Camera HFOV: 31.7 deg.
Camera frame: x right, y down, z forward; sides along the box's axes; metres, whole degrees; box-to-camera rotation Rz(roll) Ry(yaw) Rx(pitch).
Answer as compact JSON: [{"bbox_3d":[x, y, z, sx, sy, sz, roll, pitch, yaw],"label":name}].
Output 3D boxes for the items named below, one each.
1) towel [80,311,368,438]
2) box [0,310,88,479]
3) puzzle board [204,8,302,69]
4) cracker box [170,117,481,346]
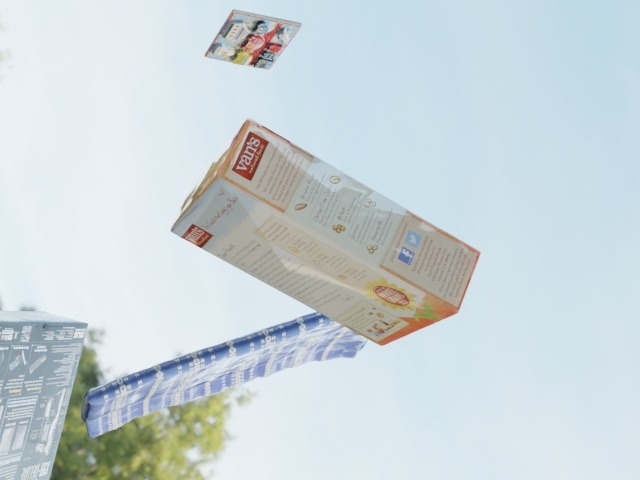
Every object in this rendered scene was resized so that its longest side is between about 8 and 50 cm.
[{"bbox_3d":[-0.083,0.133,1.184,0.243,0.336,0.040,128,-57,-69],"label":"towel"},{"bbox_3d":[-0.431,0.218,1.523,0.076,0.307,0.242,14,-91,11],"label":"box"},{"bbox_3d":[-0.092,-0.266,1.516,0.128,0.096,0.011,139,-46,-60],"label":"puzzle board"},{"bbox_3d":[0.000,0.000,0.984,0.232,0.067,0.156,29,-24,-13],"label":"cracker box"}]
